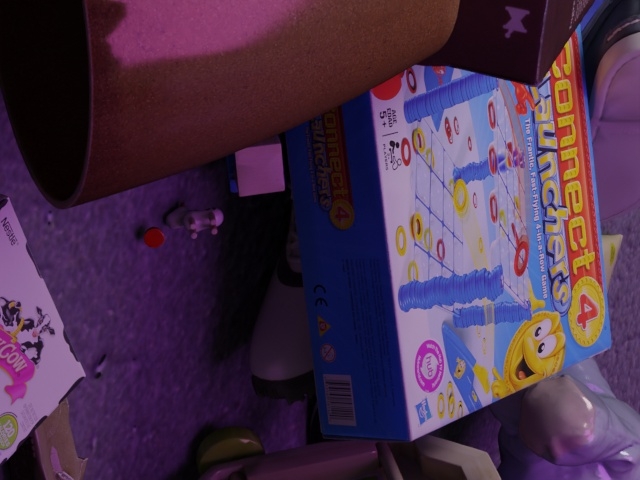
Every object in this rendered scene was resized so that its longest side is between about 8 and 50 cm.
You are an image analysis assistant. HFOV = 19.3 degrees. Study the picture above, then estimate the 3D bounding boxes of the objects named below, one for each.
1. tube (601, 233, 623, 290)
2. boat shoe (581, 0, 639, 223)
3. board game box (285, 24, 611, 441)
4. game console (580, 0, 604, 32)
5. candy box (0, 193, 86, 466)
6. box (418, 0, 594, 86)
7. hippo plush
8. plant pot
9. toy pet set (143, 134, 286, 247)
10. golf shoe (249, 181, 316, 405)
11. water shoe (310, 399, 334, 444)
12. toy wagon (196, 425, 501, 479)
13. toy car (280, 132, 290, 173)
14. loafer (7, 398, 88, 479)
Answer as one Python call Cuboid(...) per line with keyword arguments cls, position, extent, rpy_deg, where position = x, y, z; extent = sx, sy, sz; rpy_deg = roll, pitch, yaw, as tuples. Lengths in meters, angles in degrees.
Cuboid(cls="tube", position=(0.254, 0.024, 1.893), extent=(0.070, 0.062, 0.240), rpy_deg=(-36, 158, 19))
Cuboid(cls="boat shoe", position=(0.253, -0.115, 1.659), extent=(0.319, 0.116, 0.099), rpy_deg=(108, -16, -60))
Cuboid(cls="board game box", position=(0.105, -0.029, 1.476), extent=(0.302, 0.086, 0.308), rpy_deg=(-17, 103, -50))
Cuboid(cls="game console", position=(0.247, -0.171, 1.709), extent=(0.293, 0.250, 0.173), rpy_deg=(56, 31, -49))
Cuboid(cls="candy box", position=(-0.254, 0.084, 1.178), extent=(0.196, 0.070, 0.165), rpy_deg=(-48, 138, -32))
Cuboid(cls="box", position=(0.129, -0.264, 1.386), extent=(0.381, 0.191, 0.143), rpy_deg=(-54, 154, -52))
Cuboid(cls="hippo plush", position=(0.183, 0.213, 1.788), extent=(0.236, 0.234, 0.294), rpy_deg=(-46, 131, 12))
Cuboid(cls="plant pot", position=(-0.053, -0.153, 1.134), extent=(0.254, 0.237, 0.237), rpy_deg=(-9, 114, -21))
Cuboid(cls="toy pet set", position=(-0.083, -0.068, 1.382), extent=(0.114, 0.065, 0.122), rpy_deg=(-7, 115, -7))
Cuboid(cls="golf shoe", position=(0.000, 0.000, 1.495), extent=(0.120, 0.105, 0.273), rpy_deg=(55, 50, -41))
Cuboid(cls="water shoe", position=(0.041, 0.123, 1.614), extent=(0.080, 0.073, 0.203), rpy_deg=(-27, 125, -50))
Cuboid(cls="toy wagon", position=(-0.024, 0.237, 1.403), extent=(0.344, 0.267, 0.068), rpy_deg=(-12, 123, -8))
Cuboid(cls="toy car", position=(-0.031, -0.109, 1.442), extent=(0.060, 0.040, 0.122), rpy_deg=(-6, 113, -30))
Cuboid(cls="loafer", position=(-0.188, 0.168, 1.321), extent=(0.050, 0.056, 0.148), rpy_deg=(-27, 125, -40))
